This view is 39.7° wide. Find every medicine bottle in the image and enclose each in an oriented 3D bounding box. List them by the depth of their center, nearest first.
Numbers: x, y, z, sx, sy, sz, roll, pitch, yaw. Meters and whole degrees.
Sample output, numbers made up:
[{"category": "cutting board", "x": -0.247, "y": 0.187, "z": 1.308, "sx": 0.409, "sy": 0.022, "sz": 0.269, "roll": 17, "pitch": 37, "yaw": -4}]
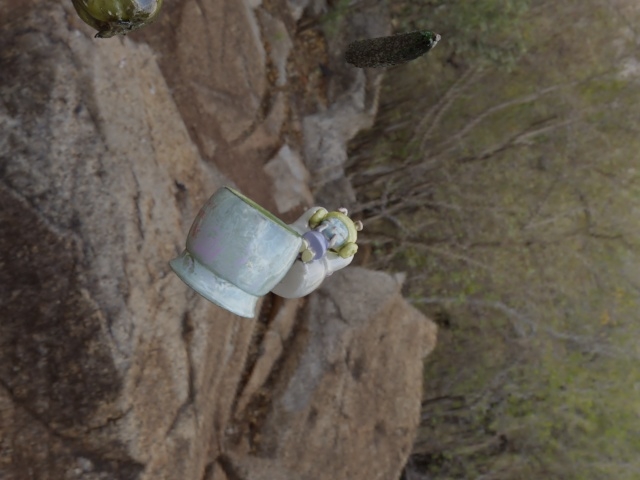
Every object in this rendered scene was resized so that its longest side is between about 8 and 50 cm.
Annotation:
[{"category": "medicine bottle", "x": -0.117, "y": 0.017, "z": 1.222, "sx": 0.147, "sy": 0.143, "sz": 0.147, "roll": 35, "pitch": 3, "yaw": -2}]

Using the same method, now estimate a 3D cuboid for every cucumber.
[{"category": "cucumber", "x": 0.147, "y": -0.386, "z": 1.797, "sx": 0.068, "sy": 0.293, "sz": 0.067, "roll": -4, "pitch": 98, "yaw": -28}]

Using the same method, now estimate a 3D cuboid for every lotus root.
[{"category": "lotus root", "x": -0.324, "y": -0.451, "z": 1.348, "sx": 0.152, "sy": 0.160, "sz": 0.274, "roll": -155, "pitch": -129, "yaw": -81}]

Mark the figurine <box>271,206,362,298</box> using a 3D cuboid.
[{"category": "figurine", "x": 0.000, "y": 0.000, "z": 1.529, "sx": 0.127, "sy": 0.155, "sz": 0.235, "roll": 45, "pitch": 41, "yaw": 10}]
